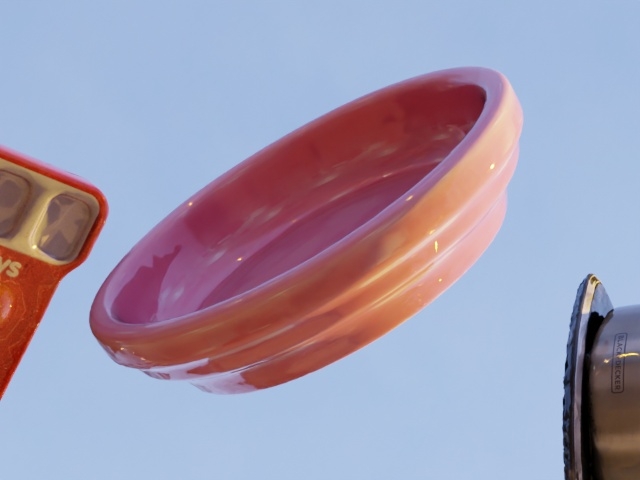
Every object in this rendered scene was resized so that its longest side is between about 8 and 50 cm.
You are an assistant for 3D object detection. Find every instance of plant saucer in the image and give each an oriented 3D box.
[{"bbox_3d":[0.000,0.000,1.297,0.332,0.332,0.084,-22,-70,28],"label":"plant saucer"}]

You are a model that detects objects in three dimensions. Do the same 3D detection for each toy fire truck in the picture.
[{"bbox_3d":[-0.335,0.016,1.395,0.302,0.169,0.254,24,-84,-31],"label":"toy fire truck"}]

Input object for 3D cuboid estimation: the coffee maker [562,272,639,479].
[{"bbox_3d":[0.193,0.070,0.663,0.178,0.171,0.120,-6,-103,24],"label":"coffee maker"}]
